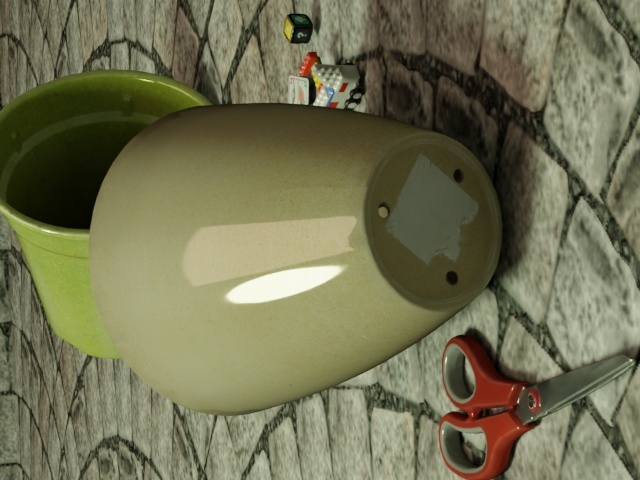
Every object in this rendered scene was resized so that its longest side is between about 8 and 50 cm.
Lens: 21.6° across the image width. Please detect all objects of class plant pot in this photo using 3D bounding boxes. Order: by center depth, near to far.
[{"bbox_3d":[0.000,0.000,1.272,0.274,0.256,0.256,-11,81,54],"label":"plant pot"},{"bbox_3d":[-0.236,-0.011,1.917,0.276,0.276,0.254,-112,16,-44],"label":"plant pot"}]

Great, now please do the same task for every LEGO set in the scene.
[{"bbox_3d":[-0.016,-0.083,1.539,0.182,0.060,0.244,-157,67,-65],"label":"LEGO set"}]

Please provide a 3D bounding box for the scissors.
[{"bbox_3d":[0.146,0.123,1.162,0.297,0.021,0.109,177,93,-70],"label":"scissors"}]
